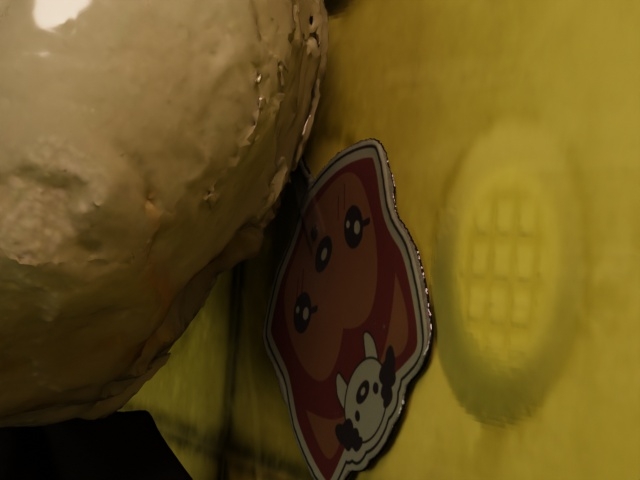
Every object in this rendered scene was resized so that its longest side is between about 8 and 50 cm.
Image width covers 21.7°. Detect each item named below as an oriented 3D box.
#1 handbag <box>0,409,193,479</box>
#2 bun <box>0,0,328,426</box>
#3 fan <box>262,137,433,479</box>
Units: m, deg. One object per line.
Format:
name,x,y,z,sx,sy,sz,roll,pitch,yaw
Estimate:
handbag,-0.083,0.262,0.707,0.342,0.152,0.287,-131,39,-63
bun,-0.085,-0.037,0.709,0.287,0.146,0.287,-63,4,7
fan,0.000,0.000,0.721,0.132,0.009,0.220,-60,35,39
